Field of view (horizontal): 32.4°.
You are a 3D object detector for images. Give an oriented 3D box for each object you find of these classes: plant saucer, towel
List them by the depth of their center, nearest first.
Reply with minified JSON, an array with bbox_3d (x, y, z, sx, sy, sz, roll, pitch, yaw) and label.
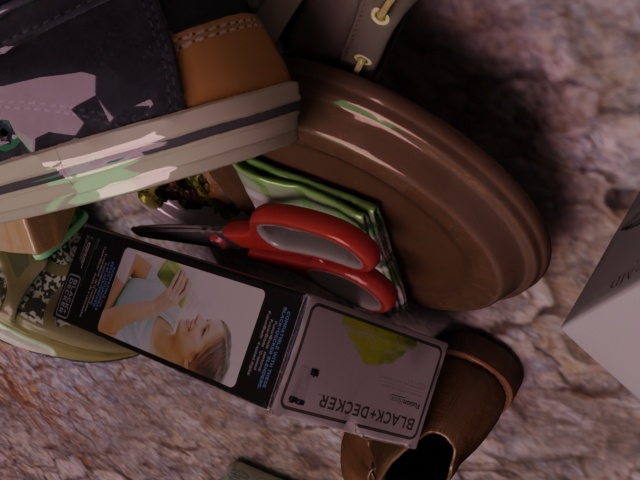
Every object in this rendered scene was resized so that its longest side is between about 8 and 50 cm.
[{"bbox_3d":[0.025,-0.028,0.765,0.278,0.041,0.278,27,162,10],"label":"plant saucer"},{"bbox_3d":[0.000,0.000,0.774,0.113,0.023,0.152,21,160,22],"label":"towel"}]

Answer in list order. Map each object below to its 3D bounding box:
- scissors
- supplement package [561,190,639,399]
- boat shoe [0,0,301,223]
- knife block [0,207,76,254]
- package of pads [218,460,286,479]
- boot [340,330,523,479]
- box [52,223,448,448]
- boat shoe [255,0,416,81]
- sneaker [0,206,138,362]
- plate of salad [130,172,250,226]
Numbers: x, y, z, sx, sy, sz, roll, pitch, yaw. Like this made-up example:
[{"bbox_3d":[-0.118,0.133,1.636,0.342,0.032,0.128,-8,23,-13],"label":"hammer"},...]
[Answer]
[{"bbox_3d":[-0.066,-0.008,0.805,0.297,0.021,0.109,16,157,39],"label":"scissors"},{"bbox_3d":[0.224,0.002,0.567,0.105,0.179,0.105,42,145,-4],"label":"supplement package"},{"bbox_3d":[-0.255,-0.077,0.679,0.500,0.187,0.156,-12,99,21],"label":"boat shoe"},{"bbox_3d":[-0.260,-0.154,0.792,0.088,0.275,0.242,4,161,40],"label":"knife block"},{"bbox_3d":[-0.016,0.408,1.307,0.229,0.101,0.296,14,137,31],"label":"package of pads"},{"bbox_3d":[0.068,0.189,0.977,0.112,0.115,0.305,32,147,2],"label":"boot"},{"bbox_3d":[-0.063,0.073,0.885,0.169,0.087,0.290,23,174,-43],"label":"box"},{"bbox_3d":[0.055,-0.176,0.587,0.091,0.109,0.305,33,152,-10],"label":"boat shoe"},{"bbox_3d":[-0.294,-0.046,1.038,0.410,0.158,0.182,42,128,-12],"label":"sneaker"},{"bbox_3d":[-0.130,-0.068,0.927,0.200,0.048,0.200,24,143,20],"label":"plate of salad"}]
